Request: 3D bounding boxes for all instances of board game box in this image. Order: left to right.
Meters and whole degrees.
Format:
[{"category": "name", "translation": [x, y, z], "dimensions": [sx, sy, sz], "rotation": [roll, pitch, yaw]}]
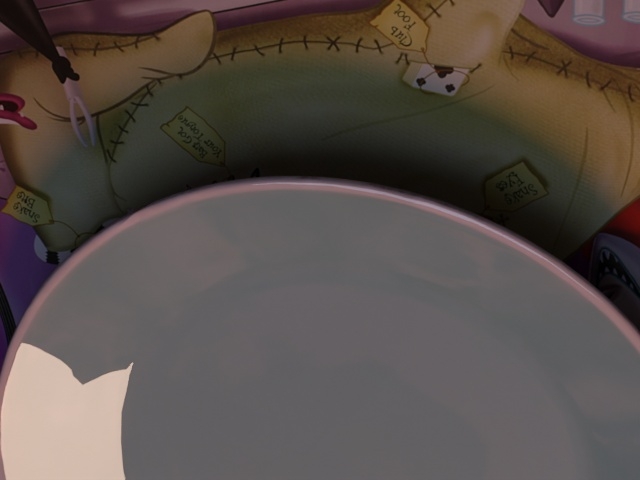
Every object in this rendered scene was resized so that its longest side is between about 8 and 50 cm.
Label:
[{"category": "board game box", "translation": [0.000, 0.000, 0.524], "dimensions": [0.347, 0.056, 0.208], "rotation": [3, 124, 13]}]

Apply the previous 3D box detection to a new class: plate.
[{"category": "plate", "translation": [0.007, 0.062, 0.517], "dimensions": [0.188, 0.024, 0.188], "rotation": [6, 121, 10]}]
